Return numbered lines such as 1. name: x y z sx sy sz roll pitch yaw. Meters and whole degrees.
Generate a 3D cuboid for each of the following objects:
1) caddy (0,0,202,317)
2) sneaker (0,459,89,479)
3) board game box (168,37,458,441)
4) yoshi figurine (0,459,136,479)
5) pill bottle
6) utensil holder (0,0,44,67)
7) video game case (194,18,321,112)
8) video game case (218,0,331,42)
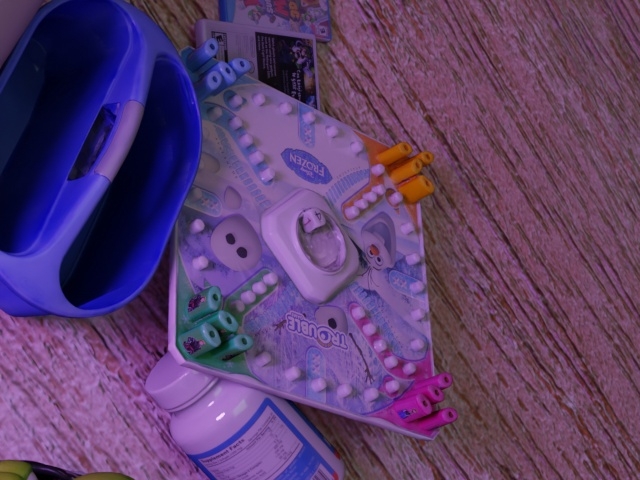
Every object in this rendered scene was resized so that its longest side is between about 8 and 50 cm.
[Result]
1. caddy: -0.245 -0.081 1.294 0.241 0.179 0.341 42 52 -34
2. sneaker: -0.259 0.256 1.294 0.178 0.077 0.072 16 70 -37
3. board game box: 0.000 0.000 1.494 0.390 0.050 0.390 23 52 -38
4. yoshi figurine: -0.200 0.364 1.211 0.203 0.203 0.362 -24 105 -34
5. pill bottle: -0.084 0.206 1.423 0.221 0.124 0.124 50 53 -19
6. utensil holder: -0.401 -0.252 1.134 0.327 0.327 0.385 41 56 -25
7. video game case: -0.071 -0.163 1.582 0.173 0.022 0.190 1 82 -39
8. video game case: -0.058 -0.314 1.638 0.166 0.015 0.119 3 78 -39
